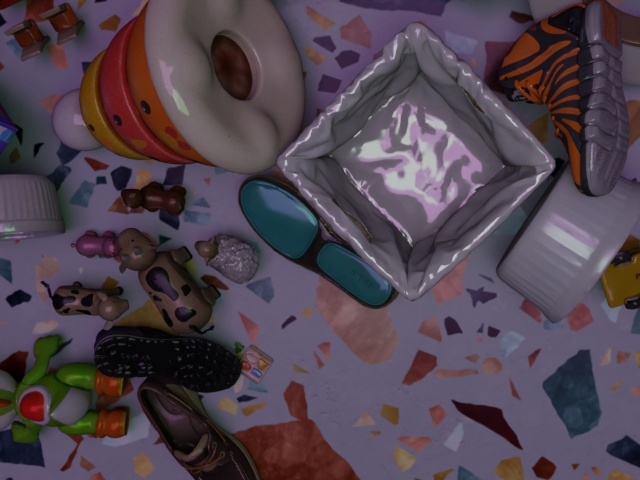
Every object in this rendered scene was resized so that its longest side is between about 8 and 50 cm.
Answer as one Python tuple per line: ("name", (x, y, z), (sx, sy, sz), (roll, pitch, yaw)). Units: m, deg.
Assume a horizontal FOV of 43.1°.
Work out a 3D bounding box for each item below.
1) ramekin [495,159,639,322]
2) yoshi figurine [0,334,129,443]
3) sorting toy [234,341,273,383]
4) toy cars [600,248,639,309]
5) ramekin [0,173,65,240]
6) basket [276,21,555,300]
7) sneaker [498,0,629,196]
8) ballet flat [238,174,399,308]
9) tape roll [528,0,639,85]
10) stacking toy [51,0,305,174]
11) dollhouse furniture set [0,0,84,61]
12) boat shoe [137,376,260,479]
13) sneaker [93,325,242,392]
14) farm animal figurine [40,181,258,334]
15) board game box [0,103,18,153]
("ramekin", (0.417, -0.009, 1.374), (0.135, 0.277, 0.277), (34, 100, 10))
("yoshi figurine", (-0.561, 0.307, 1.603), (0.362, 0.203, 0.203), (2, 139, -7))
("sorting toy", (-0.142, 0.238, 1.597), (0.083, 0.012, 0.062), (34, 100, 1))
("toy cars", (0.636, -0.039, 1.437), (0.176, 0.087, 0.393), (30, 97, -3))
("ramekin", (-0.590, -0.059, 1.519), (0.207, 0.207, 0.109), (-5, 88, 7))
("basket", (0.162, -0.136, 1.384), (0.331, 0.266, 0.328), (-44, 91, 11))
("sneaker", (0.387, -0.215, 1.304), (0.180, 0.125, 0.321), (-9, 69, 42))
("ballet flat", (0.000, 0.000, 1.499), (0.349, 0.123, 0.123), (36, 100, 4))
("tape roll", (0.522, -0.406, 1.270), (0.392, 0.392, 0.072), (21, 59, 4))
("stacking toy", (-0.297, -0.245, 1.423), (0.480, 0.351, 0.350), (-13, 97, 37))
("dollhouse furniture set", (-0.598, -0.466, 1.488), (0.259, 0.135, 0.262), (-22, 119, 8))
("boat shoe", (-0.241, 0.404, 1.574), (0.123, 0.123, 0.342), (-32, 93, 10))
("sneaker", (-0.292, 0.211, 1.570), (0.283, 0.124, 0.107), (14, 101, -18))
("farm animal figurine", (-0.327, 0.065, 1.514), (0.327, 0.172, 0.330), (37, 100, 1))
("board game box", (-0.701, -0.211, 1.474), (0.233, 0.078, 0.347), (-51, 53, 10))
